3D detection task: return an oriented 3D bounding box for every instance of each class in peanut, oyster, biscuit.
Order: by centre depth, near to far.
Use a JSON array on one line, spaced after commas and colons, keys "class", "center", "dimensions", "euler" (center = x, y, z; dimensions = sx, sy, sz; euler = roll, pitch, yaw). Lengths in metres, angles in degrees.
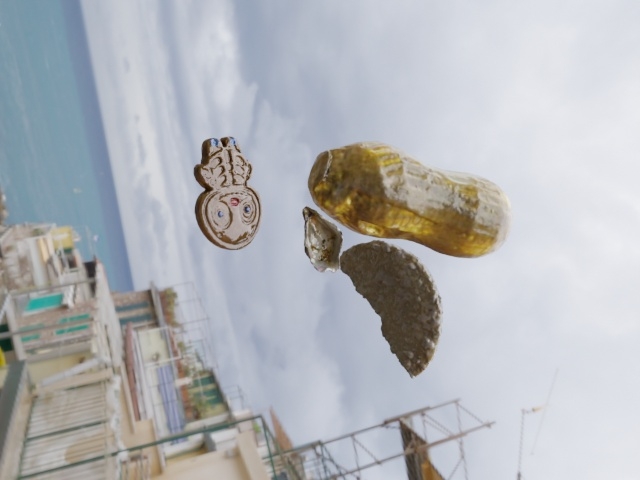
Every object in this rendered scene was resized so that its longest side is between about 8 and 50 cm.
[{"class": "peanut", "center": [0.086, -0.037, 0.579], "dimensions": [0.087, 0.207, 0.087], "euler": [-166, -90, -71]}, {"class": "oyster", "center": [0.003, -0.001, 0.848], "dimensions": [0.034, 0.051, 0.093], "euler": [164, -78, -76]}, {"class": "biscuit", "center": [-0.141, -0.071, 0.954], "dimensions": [0.026, 0.124, 0.175], "euler": [-1, -79, 43]}, {"class": "biscuit", "center": [0.127, 0.086, 1.022], "dimensions": [0.133, 0.032, 0.250], "euler": [-48, -120, 31]}]
